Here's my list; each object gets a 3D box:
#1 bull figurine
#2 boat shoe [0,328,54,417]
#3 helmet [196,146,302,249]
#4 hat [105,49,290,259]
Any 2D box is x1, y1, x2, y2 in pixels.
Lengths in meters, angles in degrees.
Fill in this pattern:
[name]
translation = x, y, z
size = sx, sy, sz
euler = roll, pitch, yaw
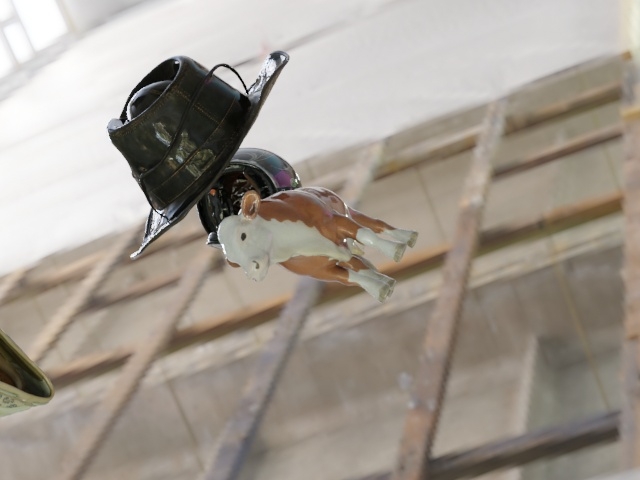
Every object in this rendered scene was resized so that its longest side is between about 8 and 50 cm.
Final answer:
[bull figurine]
translation = 0.000, 0.000, 1.781
size = 0.188, 0.101, 0.310
euler = 23, -168, 6
[boat shoe]
translation = -0.444, 0.119, 2.000
size = 0.089, 0.285, 0.105
euler = -10, -130, 31
[helmet]
translation = -0.108, -0.059, 2.342
size = 0.169, 0.169, 0.161
euler = -20, -179, 10
[hat]
translation = -0.180, -0.130, 1.917
size = 0.331, 0.134, 0.331
euler = -52, -168, 16
